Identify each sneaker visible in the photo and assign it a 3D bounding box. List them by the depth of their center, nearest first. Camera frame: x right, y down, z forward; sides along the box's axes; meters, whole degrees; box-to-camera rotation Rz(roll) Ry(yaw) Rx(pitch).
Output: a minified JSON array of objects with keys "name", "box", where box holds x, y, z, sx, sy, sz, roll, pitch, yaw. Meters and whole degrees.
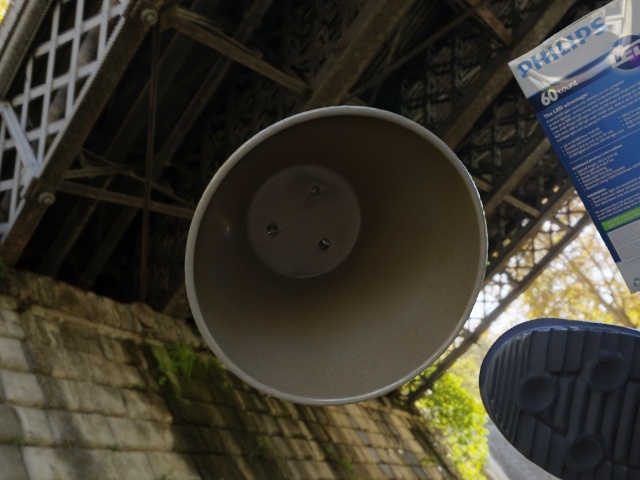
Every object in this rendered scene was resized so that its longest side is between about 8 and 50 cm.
[{"name":"sneaker","box":[0.244,0.118,0.425,0.319,0.131,0.112,16,-83,-11]}]

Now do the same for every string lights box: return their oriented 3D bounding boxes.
[{"name":"string lights box","box":[0.309,-0.095,0.577,0.133,0.259,0.077,-28,-8,26]}]

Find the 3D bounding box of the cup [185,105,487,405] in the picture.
[{"name":"cup","box":[0.000,0.000,0.729,0.331,0.237,0.330,-3,-76,-13]}]
